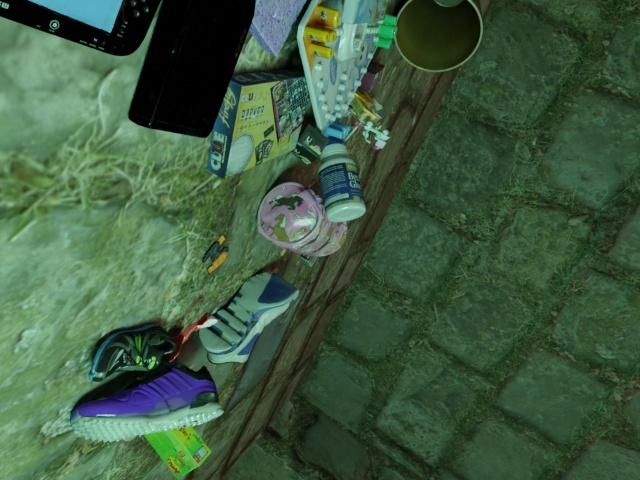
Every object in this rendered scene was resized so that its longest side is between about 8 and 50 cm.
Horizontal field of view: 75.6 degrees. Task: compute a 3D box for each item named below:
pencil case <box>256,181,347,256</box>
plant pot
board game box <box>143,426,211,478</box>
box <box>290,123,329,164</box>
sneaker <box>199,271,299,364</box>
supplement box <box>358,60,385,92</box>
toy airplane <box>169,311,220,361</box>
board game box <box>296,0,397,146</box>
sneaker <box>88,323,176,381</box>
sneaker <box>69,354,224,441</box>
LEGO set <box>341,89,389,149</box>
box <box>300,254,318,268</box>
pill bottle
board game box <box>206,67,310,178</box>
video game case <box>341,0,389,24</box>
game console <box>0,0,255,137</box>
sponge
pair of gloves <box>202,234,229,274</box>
[{"bbox_3d":[-0.035,-0.043,1.122,0.386,0.160,0.167,20,89,-75],"label":"pencil case"},{"bbox_3d":[0.357,-0.668,1.190,0.237,0.237,0.254,94,15,-60],"label":"plant pot"},{"bbox_3d":[-0.330,0.418,0.896,0.092,0.181,0.043,-41,176,29],"label":"board game box"},{"bbox_3d":[-0.028,-0.217,0.940,0.052,0.062,0.083,-58,-166,-12],"label":"box"},{"bbox_3d":[-0.211,0.232,1.153,0.315,0.127,0.182,-38,158,-41],"label":"sneaker"},{"bbox_3d":[0.143,-0.460,1.157,0.083,0.043,0.055,-49,162,-42],"label":"supplement box"},{"bbox_3d":[-0.284,0.199,0.869,0.151,0.028,0.151,-29,-167,7],"label":"toy airplane"},{"bbox_3d":[0.084,-0.442,0.876,0.390,0.050,0.390,66,48,-72],"label":"board game box"},{"bbox_3d":[-0.327,0.200,0.735,0.067,0.078,0.188,-65,166,10],"label":"sneaker"},{"bbox_3d":[-0.342,0.304,0.828,0.102,0.146,0.293,-38,146,29],"label":"sneaker"},{"bbox_3d":[0.104,-0.341,1.152,0.107,0.132,0.287,-45,-157,27],"label":"LEGO set"},{"bbox_3d":[0.000,0.000,1.576,0.207,0.036,0.114,-57,166,-14],"label":"box"},{"bbox_3d":[0.045,-0.136,0.969,0.094,0.094,0.169,63,16,-73],"label":"pill bottle"},{"bbox_3d":[-0.103,-0.224,0.762,0.243,0.042,0.165,-41,156,-54],"label":"board game box"},{"bbox_3d":[0.099,-0.488,0.699,0.193,0.023,0.212,-48,155,-52],"label":"video game case"},{"bbox_3d":[-0.196,-0.226,0.430,0.213,0.044,0.361,-65,165,16],"label":"game console"},{"bbox_3d":[-0.047,-0.404,0.626,0.210,0.031,0.117,-61,166,3],"label":"sponge"},{"bbox_3d":[-0.227,0.033,0.899,0.074,0.010,0.083,-54,164,-25],"label":"pair of gloves"}]
